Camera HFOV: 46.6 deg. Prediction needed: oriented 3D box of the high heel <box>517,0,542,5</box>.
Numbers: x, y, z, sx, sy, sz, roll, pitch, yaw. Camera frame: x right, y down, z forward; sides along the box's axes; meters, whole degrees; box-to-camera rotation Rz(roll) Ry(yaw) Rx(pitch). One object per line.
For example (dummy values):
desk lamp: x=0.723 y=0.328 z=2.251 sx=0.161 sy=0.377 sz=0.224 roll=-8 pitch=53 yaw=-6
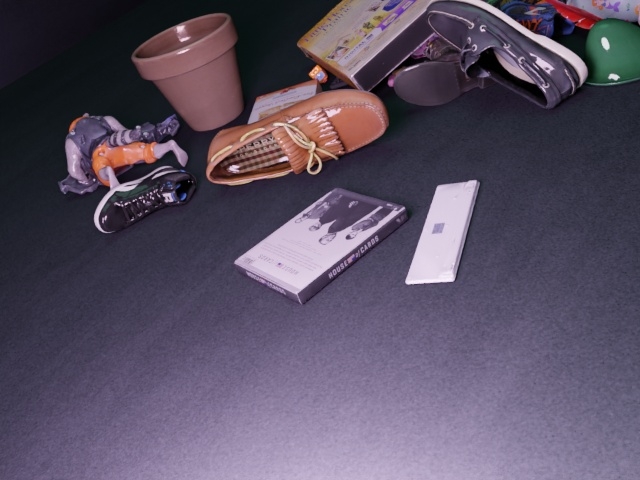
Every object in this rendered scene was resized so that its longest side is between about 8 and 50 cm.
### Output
high heel: x=0.584 y=-0.621 z=1.744 sx=0.261 sy=0.093 sz=0.186 roll=-32 pitch=24 yaw=-33

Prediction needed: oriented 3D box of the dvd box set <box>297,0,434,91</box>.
dvd box set: x=0.128 y=-0.515 z=1.776 sx=0.308 sy=0.062 sz=0.420 roll=-41 pitch=31 yaw=2

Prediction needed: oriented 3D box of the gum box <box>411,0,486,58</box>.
gum box: x=0.287 y=-0.506 z=1.736 sx=0.189 sy=0.062 sz=0.107 roll=-12 pitch=52 yaw=33

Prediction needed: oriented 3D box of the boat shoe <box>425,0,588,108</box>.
boat shoe: x=0.321 y=-0.347 z=1.395 sx=0.340 sy=0.127 sz=0.113 roll=35 pitch=79 yaw=17

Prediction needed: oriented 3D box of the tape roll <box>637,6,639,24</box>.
tape roll: x=0.700 y=-0.462 z=1.303 sx=0.246 sy=0.169 sz=0.246 roll=-3 pitch=33 yaw=2

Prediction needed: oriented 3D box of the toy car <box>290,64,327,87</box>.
toy car: x=-0.028 y=-0.383 z=1.839 sx=0.122 sy=0.060 sz=0.040 roll=-44 pitch=78 yaw=-4

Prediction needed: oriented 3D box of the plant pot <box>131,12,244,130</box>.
plant pot: x=-0.300 y=-0.401 z=1.831 sx=0.263 sy=0.229 sz=0.263 roll=-15 pitch=31 yaw=10

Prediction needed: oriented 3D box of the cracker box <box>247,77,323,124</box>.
cracker box: x=-0.075 y=-0.267 z=1.638 sx=0.156 sy=0.067 sz=0.232 roll=-15 pitch=32 yaw=13

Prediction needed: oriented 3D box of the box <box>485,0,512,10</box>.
box: x=0.375 y=-0.554 z=1.832 sx=0.114 sy=0.036 sz=0.207 roll=13 pitch=45 yaw=44

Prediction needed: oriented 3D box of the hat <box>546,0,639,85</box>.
hat: x=0.528 y=-0.399 z=1.347 sx=0.209 sy=0.183 sz=0.173 roll=-21 pitch=31 yaw=2

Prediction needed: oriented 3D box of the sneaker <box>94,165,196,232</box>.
sneaker: x=-0.349 y=-0.086 z=1.513 sx=0.121 sy=0.079 sz=0.217 roll=12 pitch=43 yaw=45

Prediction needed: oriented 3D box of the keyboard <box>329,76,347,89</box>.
keyboard: x=0.113 y=-0.408 z=1.756 sx=0.180 sy=0.023 sz=0.108 roll=-10 pitch=28 yaw=35

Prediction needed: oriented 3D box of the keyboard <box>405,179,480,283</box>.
keyboard: x=0.190 y=-0.018 z=1.136 sx=0.072 sy=0.014 sz=0.256 roll=-10 pitch=32 yaw=28

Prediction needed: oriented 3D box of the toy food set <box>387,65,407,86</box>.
toy food set: x=0.192 y=-0.366 z=1.672 sx=0.122 sy=0.019 sz=0.078 roll=21 pitch=51 yaw=42

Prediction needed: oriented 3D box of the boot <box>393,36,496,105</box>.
boot: x=0.263 y=-0.378 z=1.589 sx=0.263 sy=0.091 sz=0.229 roll=-12 pitch=30 yaw=-4

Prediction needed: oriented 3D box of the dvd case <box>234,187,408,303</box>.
dvd case: x=0.000 y=0.000 z=1.208 sx=0.239 sy=0.029 sz=0.179 roll=-38 pitch=34 yaw=-24

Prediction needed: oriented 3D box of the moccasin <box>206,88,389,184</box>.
moccasin: x=-0.051 y=-0.191 z=1.438 sx=0.380 sy=0.139 sz=0.147 roll=-9 pitch=39 yaw=17

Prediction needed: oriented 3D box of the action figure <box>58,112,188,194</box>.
action figure: x=-0.461 y=-0.240 z=1.744 sx=0.330 sy=0.178 sz=0.341 roll=23 pitch=54 yaw=38

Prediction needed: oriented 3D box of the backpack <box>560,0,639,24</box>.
backpack: x=0.618 y=-0.547 z=1.534 sx=0.225 sy=0.191 sz=0.253 roll=-9 pitch=39 yaw=12

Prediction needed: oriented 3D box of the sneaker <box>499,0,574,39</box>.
sneaker: x=0.447 y=-0.457 z=1.562 sx=0.221 sy=0.083 sz=0.087 roll=-20 pitch=45 yaw=-24
